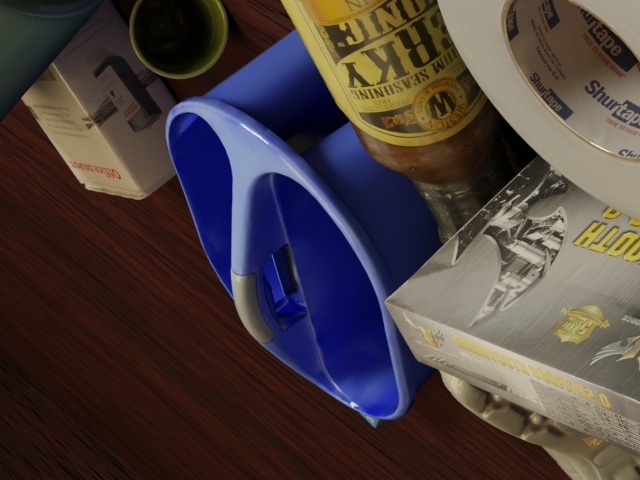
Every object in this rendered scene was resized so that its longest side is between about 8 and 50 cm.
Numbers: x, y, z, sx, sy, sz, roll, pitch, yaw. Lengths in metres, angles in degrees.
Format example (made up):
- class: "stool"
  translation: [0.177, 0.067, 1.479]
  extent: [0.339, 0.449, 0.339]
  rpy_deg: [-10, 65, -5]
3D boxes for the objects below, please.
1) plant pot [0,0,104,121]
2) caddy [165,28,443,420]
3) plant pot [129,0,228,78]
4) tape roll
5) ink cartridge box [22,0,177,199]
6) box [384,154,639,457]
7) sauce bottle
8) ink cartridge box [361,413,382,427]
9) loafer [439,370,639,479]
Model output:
- class: "plant pot"
  translation: [-0.364, -0.201, 1.263]
  extent: [0.334, 0.341, 0.341]
  rpy_deg: [-34, 99, 36]
- class: "caddy"
  translation: [0.000, 0.000, 1.197]
  extent: [0.241, 0.179, 0.341]
  rpy_deg: [34, 155, 31]
- class: "plant pot"
  translation: [-0.128, -0.180, 1.286]
  extent: [0.083, 0.083, 0.079]
  rpy_deg: [55, 170, -17]
- class: "tape roll"
  translation: [0.162, -0.108, 0.808]
  extent: [0.219, 0.072, 0.219]
  rpy_deg: [42, 163, 16]
- class: "ink cartridge box"
  translation: [-0.233, -0.156, 1.507]
  extent: [0.158, 0.092, 0.218]
  rpy_deg: [13, 138, 57]
- class: "box"
  translation: [0.176, 0.023, 0.879]
  extent: [0.231, 0.183, 0.056]
  rpy_deg: [21, 146, 52]
- class: "sauce bottle"
  translation: [0.053, -0.124, 0.970]
  extent: [0.111, 0.111, 0.344]
  rpy_deg: [22, 152, 50]
- class: "ink cartridge box"
  translation: [0.015, 0.088, 1.489]
  extent: [0.181, 0.061, 0.104]
  rpy_deg: [43, 159, 14]
- class: "loafer"
  translation: [0.200, 0.116, 1.070]
  extent: [0.319, 0.112, 0.111]
  rpy_deg: [39, -155, -31]
